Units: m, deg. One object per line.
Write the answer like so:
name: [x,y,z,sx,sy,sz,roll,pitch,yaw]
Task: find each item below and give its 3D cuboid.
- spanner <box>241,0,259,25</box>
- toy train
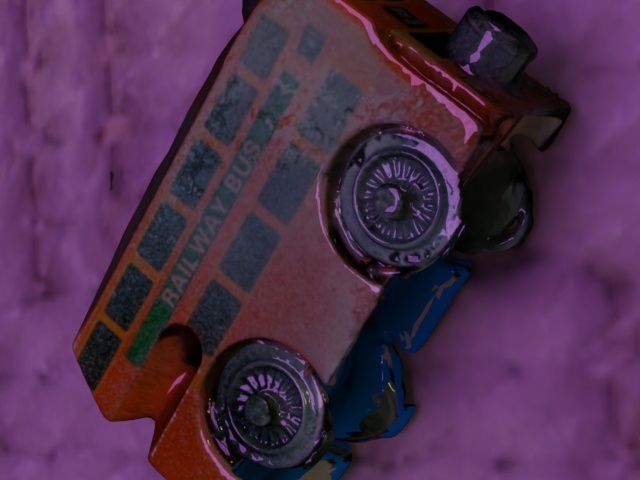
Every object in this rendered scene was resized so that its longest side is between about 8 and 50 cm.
spanner: [-0.020,-0.149,0.583,0.054,0.015,0.254,-4,88,38]
toy train: [0.000,0.000,0.526,0.099,0.072,0.188,40,115,23]
